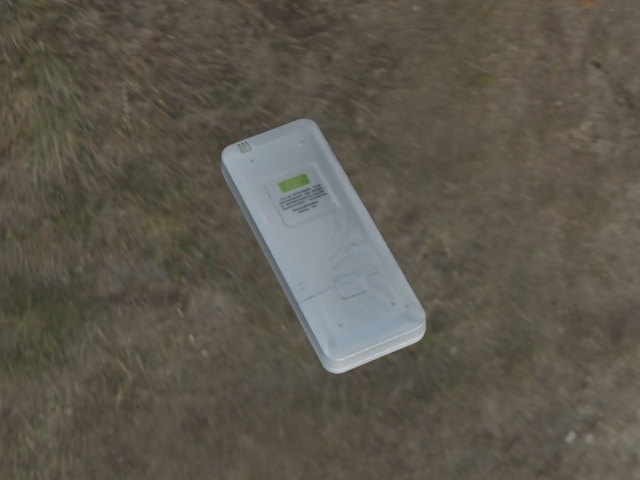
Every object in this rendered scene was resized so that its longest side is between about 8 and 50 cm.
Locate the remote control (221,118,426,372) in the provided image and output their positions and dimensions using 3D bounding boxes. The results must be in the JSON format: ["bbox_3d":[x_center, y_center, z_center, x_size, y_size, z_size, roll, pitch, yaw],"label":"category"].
[{"bbox_3d":[0.000,0.000,1.441,0.103,0.034,0.250,-22,61,-14],"label":"remote control"}]
